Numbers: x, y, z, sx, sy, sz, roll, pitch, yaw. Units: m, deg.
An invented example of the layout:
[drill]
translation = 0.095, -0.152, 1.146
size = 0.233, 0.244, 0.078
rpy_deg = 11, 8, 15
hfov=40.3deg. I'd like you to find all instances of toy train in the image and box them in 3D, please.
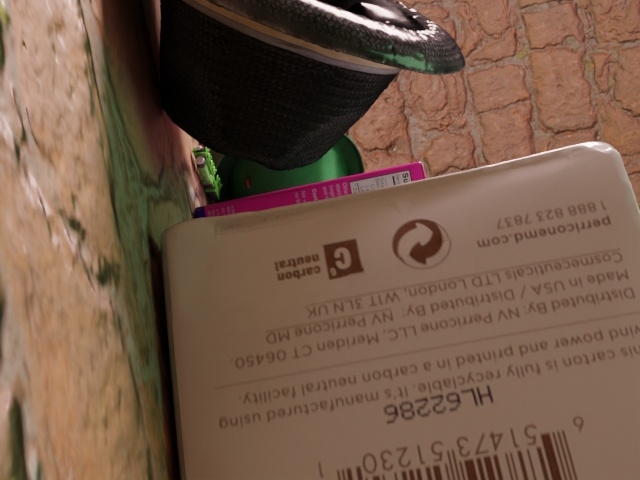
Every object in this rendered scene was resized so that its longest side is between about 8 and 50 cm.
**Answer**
[toy train]
translation = -0.116, -0.068, 0.894
size = 0.083, 0.017, 0.023
rpy_deg = 78, 12, -63

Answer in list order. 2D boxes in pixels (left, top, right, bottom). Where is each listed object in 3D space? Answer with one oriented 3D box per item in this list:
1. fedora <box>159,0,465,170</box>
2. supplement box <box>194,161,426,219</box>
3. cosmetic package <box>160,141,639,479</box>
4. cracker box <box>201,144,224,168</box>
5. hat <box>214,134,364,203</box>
[fedora]
translation = -0.041, -0.154, 0.740
size = 0.334, 0.334, 0.152
rpy_deg = -99, -152, -66
[supplement box]
translation = 0.000, 0.000, 0.856
size = 0.111, 0.220, 0.114
rpy_deg = -74, 154, -89
[cosmetic package]
translation = 0.086, 0.181, 0.698
size = 0.393, 0.329, 0.327
rpy_deg = 80, 0, -64
[cracker box]
translation = -0.104, -0.151, 1.064
size = 0.232, 0.067, 0.155
rpy_deg = 73, 8, -75
[hat]
translation = -0.020, 0.007, 0.930
size = 0.208, 0.173, 0.183
rpy_deg = 82, -4, -49
